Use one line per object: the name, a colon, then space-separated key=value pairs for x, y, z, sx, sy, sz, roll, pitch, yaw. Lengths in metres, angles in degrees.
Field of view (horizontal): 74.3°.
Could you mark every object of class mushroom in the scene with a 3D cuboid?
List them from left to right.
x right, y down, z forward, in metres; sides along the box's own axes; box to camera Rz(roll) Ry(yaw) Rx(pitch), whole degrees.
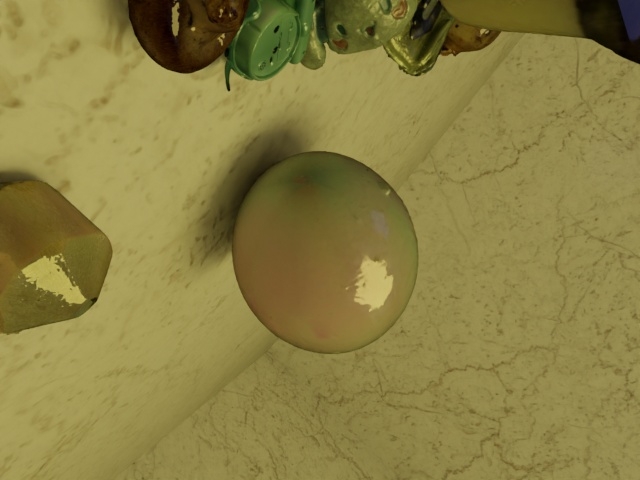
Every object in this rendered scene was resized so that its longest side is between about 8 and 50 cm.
mushroom: x=-0.099 y=-0.192 z=0.329 sx=0.126 sy=0.085 sz=0.109 roll=-57 pitch=-158 yaw=29

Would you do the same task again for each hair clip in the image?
hair clip: x=0.214 y=-0.445 z=0.717 sx=0.321 sy=0.138 sz=0.091 roll=-52 pitch=-146 yaw=12

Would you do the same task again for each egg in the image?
egg: x=0.000 y=0.000 z=0.764 sx=0.354 sy=0.355 sz=0.339 roll=-47 pitch=153 yaw=-15

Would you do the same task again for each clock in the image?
clock: x=-0.065 y=-0.223 z=0.472 sx=0.135 sy=0.041 sz=0.101 roll=-44 pitch=169 yaw=-26

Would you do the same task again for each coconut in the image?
coconut: x=-0.246 y=0.020 z=0.368 sx=0.116 sy=0.122 sz=0.116 roll=-48 pitch=171 yaw=-11

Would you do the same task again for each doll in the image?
doll: x=0.053 y=-0.287 z=0.526 sx=0.214 sy=0.071 sz=0.103 roll=-16 pitch=147 yaw=26

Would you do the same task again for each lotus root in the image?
lotus root: x=0.339 y=-0.504 z=0.898 sx=0.256 sy=0.140 sz=0.154 roll=-62 pitch=171 yaw=32

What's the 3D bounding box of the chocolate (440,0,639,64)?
chocolate: x=0.281 y=-0.411 z=0.513 sx=0.326 sy=0.297 sz=0.313 roll=7 pitch=104 yaw=-40
